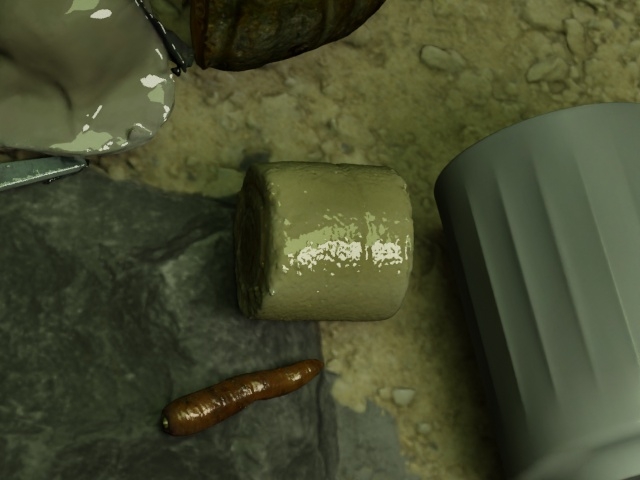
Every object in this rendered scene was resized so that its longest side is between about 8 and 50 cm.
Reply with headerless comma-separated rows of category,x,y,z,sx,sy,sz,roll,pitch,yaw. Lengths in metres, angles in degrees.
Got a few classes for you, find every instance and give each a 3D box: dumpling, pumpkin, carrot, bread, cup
dumpling,-0.251,-0.209,1.528,0.204,0.163,0.293,-26,83,-34
pumpkin,-0.021,-0.328,1.605,0.232,0.242,0.325,-4,72,-8
carrot,-0.069,0.136,1.494,0.165,0.036,0.036,-21,73,-25
bread,0.000,0.000,1.519,0.141,0.134,0.148,1,53,-15
cup,0.283,0.055,1.475,0.237,0.322,0.327,16,54,-49

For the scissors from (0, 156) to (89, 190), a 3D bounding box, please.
scissors,-0.378,-0.037,1.494,0.360,0.029,0.191,-13,75,-24
